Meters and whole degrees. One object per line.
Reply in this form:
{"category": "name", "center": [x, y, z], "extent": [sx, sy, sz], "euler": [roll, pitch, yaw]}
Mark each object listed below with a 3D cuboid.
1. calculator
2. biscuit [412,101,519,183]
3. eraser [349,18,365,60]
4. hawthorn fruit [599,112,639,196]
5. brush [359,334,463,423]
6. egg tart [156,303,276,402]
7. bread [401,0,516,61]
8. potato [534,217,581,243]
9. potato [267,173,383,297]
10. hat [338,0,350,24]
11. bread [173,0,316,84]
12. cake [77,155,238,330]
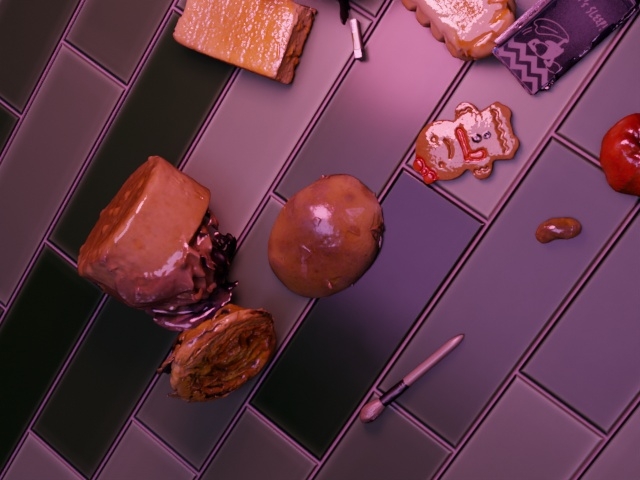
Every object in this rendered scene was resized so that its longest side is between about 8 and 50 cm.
{"category": "calculator", "center": [0.475, -0.416, 1.601], "extent": [0.274, 0.028, 0.165], "euler": [-41, 122, 17]}
{"category": "biscuit", "center": [0.295, -0.201, 1.724], "extent": [0.225, 0.036, 0.166], "euler": [-14, 90, 20]}
{"category": "eraser", "center": [0.079, -0.431, 1.780], "extent": [0.019, 0.038, 0.083], "euler": [-9, 91, 14]}
{"category": "hawthorn fruit", "center": [0.600, -0.162, 1.539], "extent": [0.156, 0.194, 0.157], "euler": [-2, 82, 16]}
{"category": "brush", "center": [0.195, 0.301, 1.788], "extent": [0.299, 0.042, 0.039], "euler": [-42, 77, 16]}
{"category": "egg tart", "center": [-0.231, 0.233, 1.809], "extent": [0.297, 0.297, 0.132], "euler": [-51, 61, 15]}
{"category": "bread", "center": [0.262, -0.498, 1.669], "extent": [0.173, 0.121, 0.311], "euler": [-41, 82, 20]}
{"category": "potato", "center": [0.476, -0.022, 1.668], "extent": [0.092, 0.045, 0.046], "euler": [-12, 126, 22]}
{"category": "potato", "center": [0.000, 0.000, 1.802], "extent": [0.239, 0.116, 0.299], "euler": [46, 108, 6]}
{"category": "hat", "center": [-0.035, -0.594, 1.731], "extent": [0.336, 0.238, 0.209], "euler": [52, 123, 29]}
{"category": "bread", "center": [-0.169, -0.472, 1.827], "extent": [0.274, 0.114, 0.185], "euler": [23, 97, 15]}
{"category": "cake", "center": [-0.328, 0.022, 1.842], "extent": [0.321, 0.332, 0.332], "euler": [38, 107, -22]}
